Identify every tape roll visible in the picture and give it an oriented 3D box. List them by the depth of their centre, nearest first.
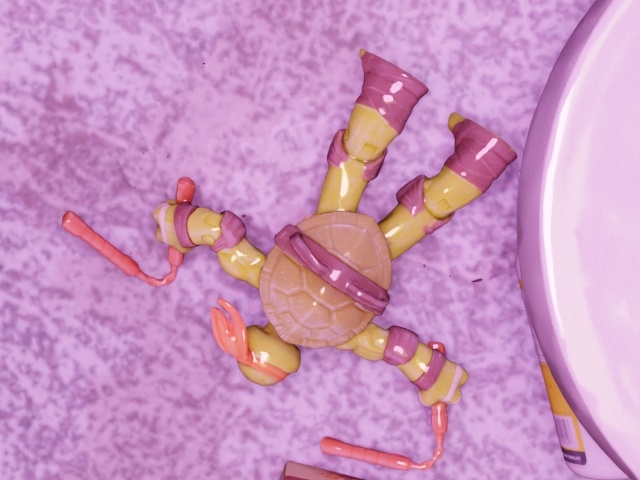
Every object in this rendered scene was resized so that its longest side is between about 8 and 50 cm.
[{"bbox_3d":[0.301,-0.012,0.870,0.392,0.072,0.392,0,91,-4],"label":"tape roll"}]

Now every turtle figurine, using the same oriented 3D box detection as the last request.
[{"bbox_3d":[0.000,0.000,0.954,0.269,0.087,0.217,34,92,-2],"label":"turtle figurine"}]

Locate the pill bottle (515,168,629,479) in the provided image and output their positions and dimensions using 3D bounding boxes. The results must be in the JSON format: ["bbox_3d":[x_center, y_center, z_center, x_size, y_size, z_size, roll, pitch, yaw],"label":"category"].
[{"bbox_3d":[0.173,0.040,0.950,0.103,0.103,0.184,-14,93,0],"label":"pill bottle"}]

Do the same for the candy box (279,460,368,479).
[{"bbox_3d":[0.026,0.310,0.970,0.183,0.087,0.316,14,92,-1],"label":"candy box"}]
